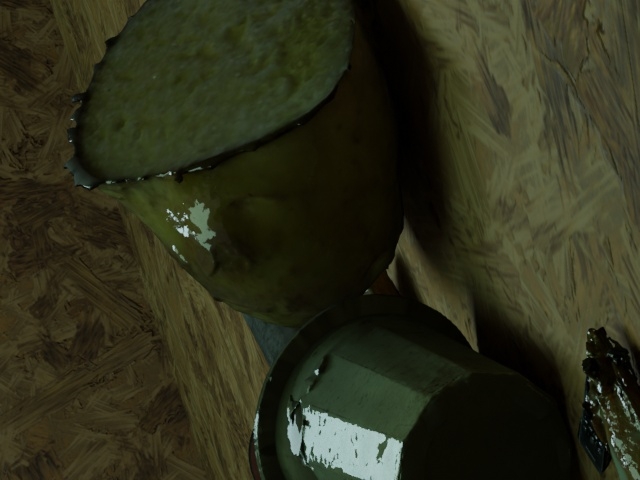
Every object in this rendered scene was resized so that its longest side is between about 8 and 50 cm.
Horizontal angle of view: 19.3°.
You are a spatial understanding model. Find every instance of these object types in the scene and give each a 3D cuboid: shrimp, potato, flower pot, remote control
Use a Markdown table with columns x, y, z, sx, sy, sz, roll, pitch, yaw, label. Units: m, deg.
| x | y | z | sx | sy | sz | roll | pitch | yaw | label |
| --- | --- | --- | --- | --- | --- | --- | --- | --- | --- |
| 0.202 | 0.143 | 1.203 | 0.091 | 0.043 | 0.184 | 119 | 133 | -78 | shrimp |
| -0.039 | -0.067 | 1.610 | 0.237 | 0.301 | 0.288 | 50 | -133 | -39 | potato |
| 0.077 | 0.160 | 1.449 | 0.202 | 0.212 | 0.212 | -161 | 55 | -67 | flower pot |
| 0.192 | 0.117 | 1.285 | 0.096 | 0.014 | 0.039 | 87 | 162 | -45 | remote control |

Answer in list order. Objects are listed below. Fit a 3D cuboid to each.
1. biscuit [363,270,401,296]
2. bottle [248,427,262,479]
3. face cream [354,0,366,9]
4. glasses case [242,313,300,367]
| x | y | z | sx | sy | sz | roll | pitch | yaw | label |
| --- | --- | --- | --- | --- | --- | --- | --- | --- | --- |
| 0.083 | 0.188 | 1.673 | 0.094 | 0.054 | 0.378 | -41 | 56 | 29 | biscuit |
| 0.025 | 0.225 | 1.888 | 0.336 | 0.144 | 0.144 | 174 | 79 | -77 | bottle |
| -0.055 | -0.410 | 1.551 | 0.420 | 0.137 | 0.235 | 58 | 163 | 16 | face cream |
| -0.028 | 0.136 | 2.210 | 0.299 | 0.060 | 0.114 | -122 | 22 | -52 | glasses case |
